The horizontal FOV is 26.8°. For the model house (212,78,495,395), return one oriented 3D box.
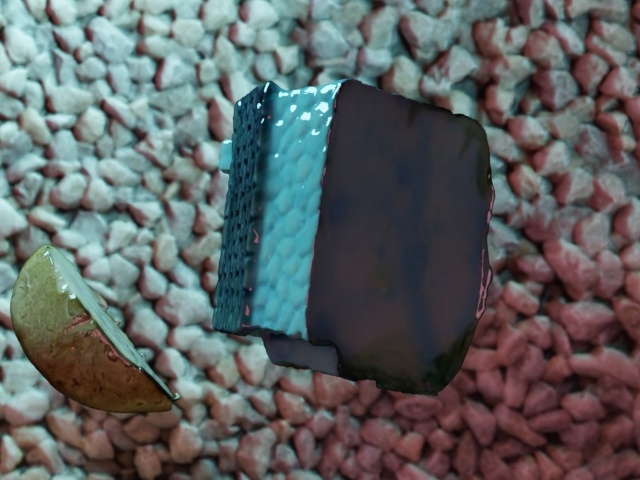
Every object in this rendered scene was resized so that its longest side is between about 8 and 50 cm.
[{"bbox_3d":[0.000,0.000,1.260,0.241,0.226,0.261,3,84,44],"label":"model house"}]

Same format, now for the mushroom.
[{"bbox_3d":[-0.236,0.103,1.321,0.094,0.072,0.210,-39,84,13],"label":"mushroom"}]
